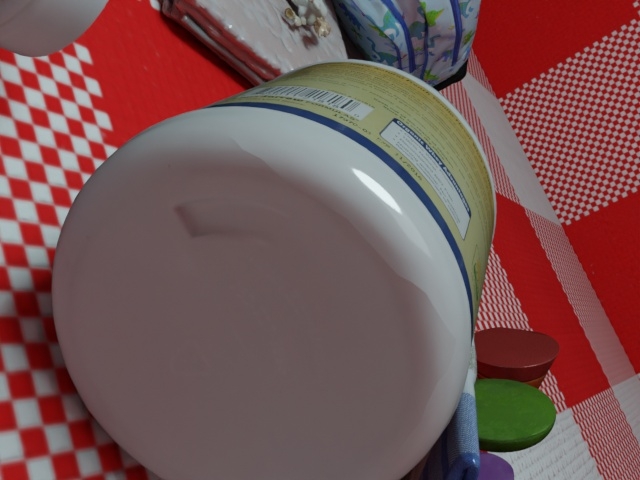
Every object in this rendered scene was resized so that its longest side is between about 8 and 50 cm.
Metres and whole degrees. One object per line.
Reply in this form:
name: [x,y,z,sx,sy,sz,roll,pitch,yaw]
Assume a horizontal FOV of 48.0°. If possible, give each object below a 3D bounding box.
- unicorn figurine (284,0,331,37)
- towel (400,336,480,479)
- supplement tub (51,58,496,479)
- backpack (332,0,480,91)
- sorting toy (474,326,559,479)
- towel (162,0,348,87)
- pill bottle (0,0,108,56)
unicorn figurine: [-0.028,-0.321,0.883,0.111,0.060,0.162,-30,107,-65]
towel: [0.102,0.139,0.618,0.034,0.209,0.285,12,35,2]
supplement tub: [0.000,0.000,0.493,0.228,0.228,0.316,57,25,-8]
backpack: [0.124,-0.395,1.124,0.290,0.273,0.355,57,-13,5]
sorting toy: [0.208,0.231,0.840,0.365,0.127,0.126,-44,133,-62]
towel: [-0.073,-0.292,0.884,0.332,0.053,0.317,33,37,-46]
pill bottle: [-0.237,-0.201,0.336,0.283,0.161,0.161,16,49,-56]
